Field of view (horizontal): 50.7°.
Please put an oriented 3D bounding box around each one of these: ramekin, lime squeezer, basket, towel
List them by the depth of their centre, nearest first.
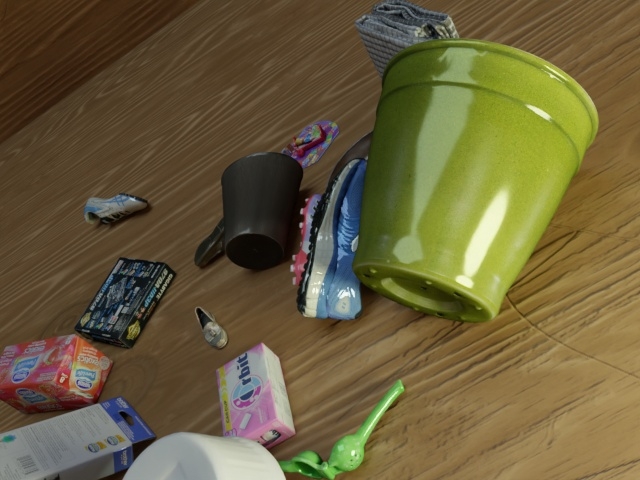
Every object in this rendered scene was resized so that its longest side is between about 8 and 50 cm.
[{"bbox_3d":[-0.193,0.427,1.027,0.277,0.135,0.277,-18,56,29],"label":"ramekin"},{"bbox_3d":[0.000,0.325,1.069,0.310,0.059,0.110,-27,51,8],"label":"lime squeezer"},{"bbox_3d":[0.222,-0.393,1.475,0.121,0.235,0.284,-39,38,-9],"label":"towel"},{"bbox_3d":[-0.140,-0.060,1.513,0.204,0.154,0.226,-17,47,21],"label":"basket"}]

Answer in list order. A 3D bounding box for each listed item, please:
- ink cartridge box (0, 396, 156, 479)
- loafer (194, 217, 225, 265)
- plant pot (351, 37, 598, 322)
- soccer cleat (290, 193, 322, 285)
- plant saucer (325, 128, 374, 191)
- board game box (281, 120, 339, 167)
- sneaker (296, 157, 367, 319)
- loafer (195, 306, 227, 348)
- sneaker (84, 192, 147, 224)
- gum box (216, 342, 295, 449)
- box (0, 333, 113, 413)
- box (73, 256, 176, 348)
[{"bbox_3d":[-0.499,0.409,1.312,0.311,0.065,0.186,-15,24,-35],"label":"ink cartridge box"},{"bbox_3d":[-0.245,0.009,1.609,0.148,0.050,0.056,-48,32,15],"label":"loafer"},{"bbox_3d":[0.219,-0.067,1.099,0.367,0.366,0.352,6,68,43],"label":"plant pot"},{"bbox_3d":[0.000,0.000,1.404,0.095,0.083,0.248,3,45,8],"label":"soccer cleat"},{"bbox_3d":[0.154,-0.142,1.429,0.311,0.050,0.310,-22,42,21],"label":"plant saucer"},{"bbox_3d":[-0.033,-0.252,1.705,0.133,0.033,0.168,14,62,46],"label":"board game box"},{"bbox_3d":[0.057,0.000,1.291,0.130,0.147,0.329,136,148,-70],"label":"sneaker"},{"bbox_3d":[-0.237,0.183,1.433,0.045,0.039,0.125,-42,38,-4],"label":"loafer"},{"bbox_3d":[-0.598,-0.090,1.982,0.237,0.085,0.086,-5,76,32],"label":"sneaker"},{"bbox_3d":[-0.118,0.290,1.209,0.107,0.062,0.188,-32,39,10],"label":"gum box"},{"bbox_3d":[-0.625,0.311,1.554,0.257,0.128,0.122,-12,45,30],"label":"box"},{"bbox_3d":[-0.475,0.146,1.646,0.175,0.051,0.220,4,55,35],"label":"box"}]
